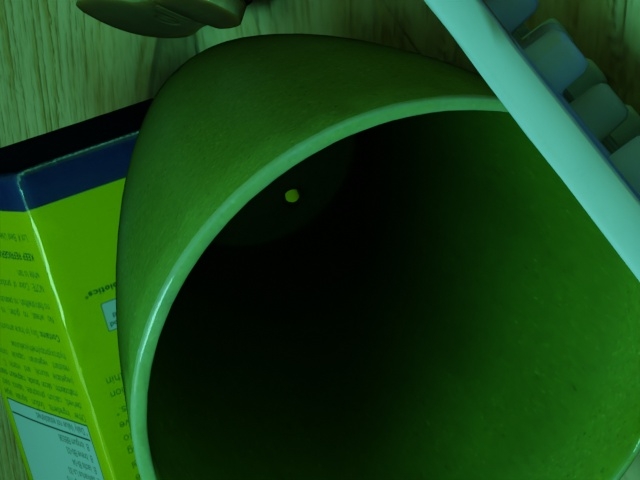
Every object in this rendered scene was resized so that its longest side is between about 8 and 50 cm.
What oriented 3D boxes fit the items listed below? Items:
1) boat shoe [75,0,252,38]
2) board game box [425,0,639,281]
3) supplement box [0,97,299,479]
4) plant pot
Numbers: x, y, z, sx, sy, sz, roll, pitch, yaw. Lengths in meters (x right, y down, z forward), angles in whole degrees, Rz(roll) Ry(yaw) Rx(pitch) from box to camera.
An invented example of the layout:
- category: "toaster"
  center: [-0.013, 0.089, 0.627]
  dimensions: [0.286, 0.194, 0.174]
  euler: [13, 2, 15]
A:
- category: "boat shoe"
  center: [-0.097, -0.179, 1.095]
  dimensions: [0.207, 0.073, 0.073]
  euler: [6, 77, 56]
- category: "board game box"
  center: [0.180, 0.058, 0.491]
  dimensions: [0.390, 0.050, 0.390]
  euler: [33, -160, -55]
- category: "supplement box"
  center: [-0.111, 0.090, 1.168]
  dimensions: [0.194, 0.195, 0.356]
  euler: [5, 114, 60]
- category: "plant pot"
  center: [0.000, 0.000, 0.874]
  dimensions: [0.293, 0.275, 0.274]
  euler: [-127, 27, -57]
